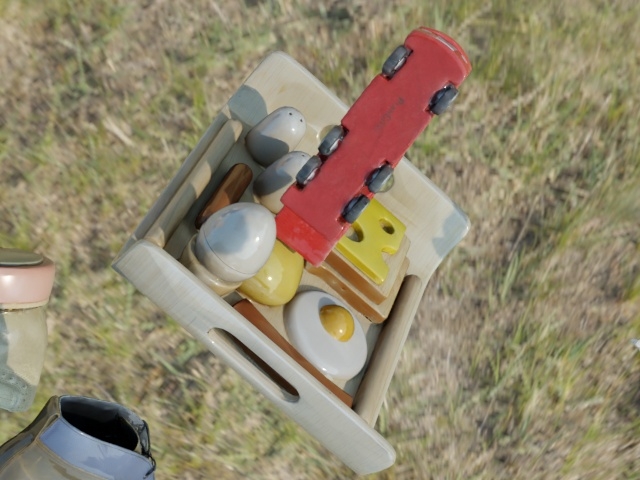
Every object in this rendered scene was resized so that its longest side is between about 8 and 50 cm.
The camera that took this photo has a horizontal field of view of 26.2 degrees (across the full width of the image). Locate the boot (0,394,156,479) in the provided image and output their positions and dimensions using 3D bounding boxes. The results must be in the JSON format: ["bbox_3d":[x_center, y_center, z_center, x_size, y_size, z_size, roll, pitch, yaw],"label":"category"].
[{"bbox_3d":[-0.125,0.177,0.934,0.106,0.219,0.082,-52,38,21],"label":"boot"}]

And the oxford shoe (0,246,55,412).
[{"bbox_3d":[-0.419,0.072,1.117,0.397,0.140,0.146,4,98,3],"label":"oxford shoe"}]

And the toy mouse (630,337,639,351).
[{"bbox_3d":[0.173,0.088,0.588,0.031,0.143,0.161,-11,53,-15],"label":"toy mouse"}]

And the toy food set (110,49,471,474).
[{"bbox_3d":[0.000,0.000,0.992,0.220,0.306,0.092,41,125,-9],"label":"toy food set"}]

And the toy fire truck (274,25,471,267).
[{"bbox_3d":[0.029,-0.057,0.888,0.047,0.135,0.192,39,108,0],"label":"toy fire truck"}]
